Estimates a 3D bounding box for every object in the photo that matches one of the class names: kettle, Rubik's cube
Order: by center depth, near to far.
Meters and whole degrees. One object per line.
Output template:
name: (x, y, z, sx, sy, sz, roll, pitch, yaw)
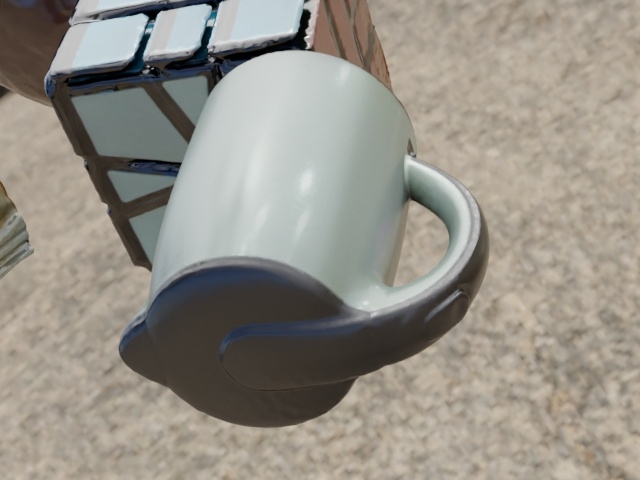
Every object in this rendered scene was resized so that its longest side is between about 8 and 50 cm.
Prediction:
kettle: (0.000, 0.000, 0.879, 0.221, 0.161, 0.236, -2, 35, 13)
Rubik's cube: (-0.091, -0.165, 1.453, 0.288, 0.293, 0.283, -5, 41, 14)

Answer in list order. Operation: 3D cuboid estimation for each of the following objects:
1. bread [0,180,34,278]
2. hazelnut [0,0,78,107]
bread: (-0.283, -0.045, 0.763, 0.210, 0.192, 0.110, -4, 32, 38)
hazelnut: (-0.333, -0.366, 1.810, 0.421, 0.421, 0.352, -18, 74, 29)
